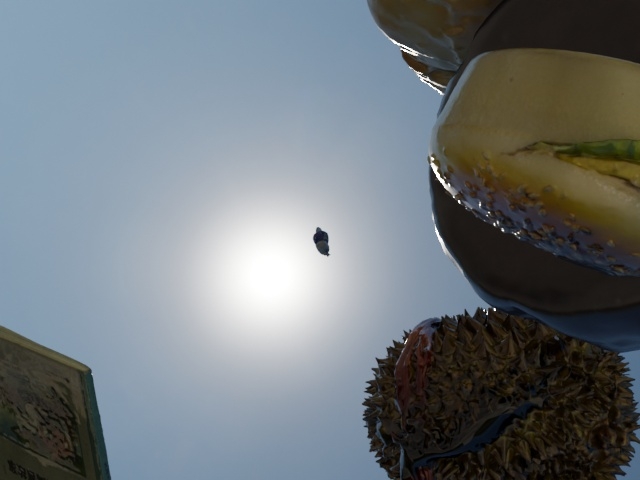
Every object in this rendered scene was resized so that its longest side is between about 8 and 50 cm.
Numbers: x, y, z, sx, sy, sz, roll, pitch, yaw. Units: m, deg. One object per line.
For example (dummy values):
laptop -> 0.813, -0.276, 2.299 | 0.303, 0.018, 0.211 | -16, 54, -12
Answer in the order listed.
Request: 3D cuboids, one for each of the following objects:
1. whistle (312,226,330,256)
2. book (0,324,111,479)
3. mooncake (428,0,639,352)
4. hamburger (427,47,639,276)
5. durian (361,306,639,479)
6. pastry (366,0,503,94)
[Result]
whistle -> 0.000, 0.000, 1.581 | 0.029, 0.033, 0.083 | -42, -153, 17
book -> -0.312, 0.231, 1.020 | 0.215, 0.282, 0.025 | 14, -150, 32
mooncake -> 0.208, -0.061, 0.590 | 0.283, 0.141, 0.282 | -28, -131, 39
hamburger -> 0.115, -0.030, 0.395 | 0.141, 0.126, 0.081 | 14, -94, 29
durian -> 0.231, 0.243, 1.207 | 0.385, 0.348, 0.347 | 0, -117, 46
pastry -> 0.192, -0.321, 0.831 | 0.245, 0.409, 0.409 | 7, -114, 26
